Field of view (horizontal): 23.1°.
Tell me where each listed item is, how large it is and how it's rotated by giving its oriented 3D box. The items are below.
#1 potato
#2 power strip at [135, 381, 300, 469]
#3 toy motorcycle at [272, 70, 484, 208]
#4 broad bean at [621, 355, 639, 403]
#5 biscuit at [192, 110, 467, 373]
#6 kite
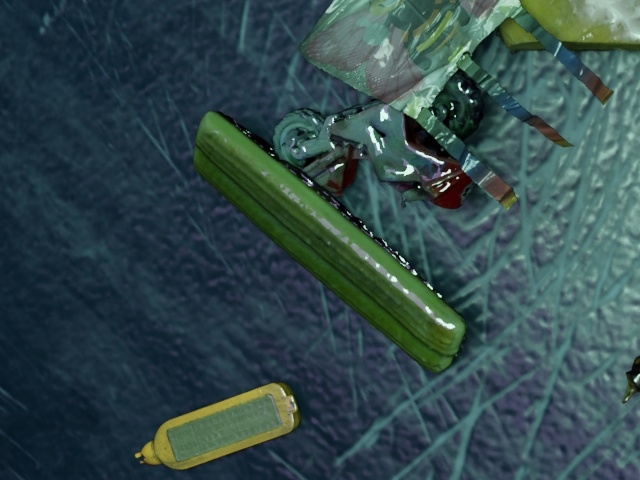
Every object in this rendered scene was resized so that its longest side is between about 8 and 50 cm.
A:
[{"bbox_3d":[0.262,-0.222,1.324,0.243,0.098,0.138,5,91,17],"label":"potato"},{"bbox_3d":[-0.098,0.180,1.490,0.178,0.028,0.049,-21,85,18],"label":"power strip"},{"bbox_3d":[0.058,-0.077,1.406,0.213,0.082,0.122,-12,97,33],"label":"toy motorcycle"},{"bbox_3d":[0.359,0.004,1.314,0.077,0.061,0.339,42,104,5],"label":"broad bean"},{"bbox_3d":[0.000,0.000,1.422,0.322,0.099,0.038,40,59,12],"label":"biscuit"},{"bbox_3d":[0.111,-0.156,1.316,0.204,0.022,0.360,-44,42,10],"label":"kite"}]
